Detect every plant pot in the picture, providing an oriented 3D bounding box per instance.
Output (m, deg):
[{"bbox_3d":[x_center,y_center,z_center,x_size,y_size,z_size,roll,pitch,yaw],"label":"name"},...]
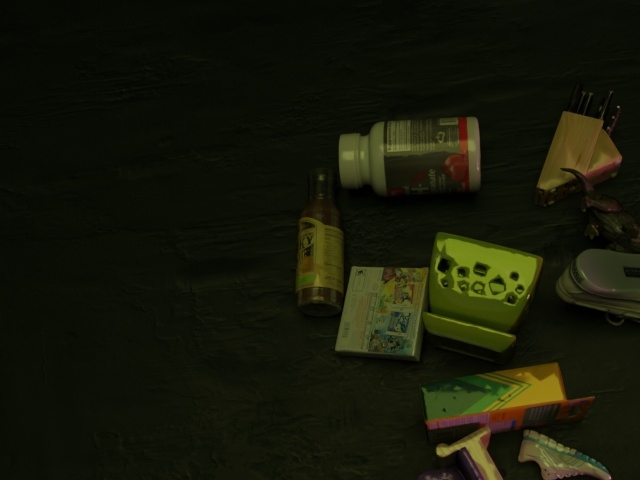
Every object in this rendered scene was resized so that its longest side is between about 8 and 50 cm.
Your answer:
[{"bbox_3d":[0.329,0.132,1.873,0.227,0.228,0.207,14,76,15],"label":"plant pot"}]

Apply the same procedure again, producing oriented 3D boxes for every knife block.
[{"bbox_3d":[0.576,-0.237,2.069,0.275,0.088,0.242,-24,64,-2],"label":"knife block"}]

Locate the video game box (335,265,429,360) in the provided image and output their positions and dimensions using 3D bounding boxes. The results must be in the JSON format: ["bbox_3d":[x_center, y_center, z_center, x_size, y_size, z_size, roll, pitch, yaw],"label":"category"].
[{"bbox_3d":[0.141,0.157,1.960,0.187,0.048,0.205,0,65,29],"label":"video game box"}]

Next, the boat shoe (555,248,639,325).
[{"bbox_3d":[0.656,0.117,1.875,0.367,0.156,0.136,6,58,-20],"label":"boat shoe"}]

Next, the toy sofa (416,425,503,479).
[{"bbox_3d":[0.331,0.560,1.713,0.177,0.150,0.362,-26,65,-4],"label":"toy sofa"}]

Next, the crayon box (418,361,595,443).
[{"bbox_3d":[0.365,0.325,1.784,0.323,0.203,0.083,-9,64,5],"label":"crayon box"}]

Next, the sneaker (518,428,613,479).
[{"bbox_3d":[0.486,0.453,1.788,0.190,0.071,0.083,19,76,26],"label":"sneaker"}]

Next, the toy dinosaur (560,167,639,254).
[{"bbox_3d":[0.636,-0.038,1.940,0.313,0.160,0.121,38,115,24],"label":"toy dinosaur"}]

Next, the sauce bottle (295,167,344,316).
[{"bbox_3d":[0.000,0.000,2.046,0.111,0.111,0.344,-3,64,8],"label":"sauce bottle"}]

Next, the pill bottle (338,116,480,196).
[{"bbox_3d":[0.206,-0.190,2.059,0.318,0.176,0.176,-2,65,9],"label":"pill bottle"}]
